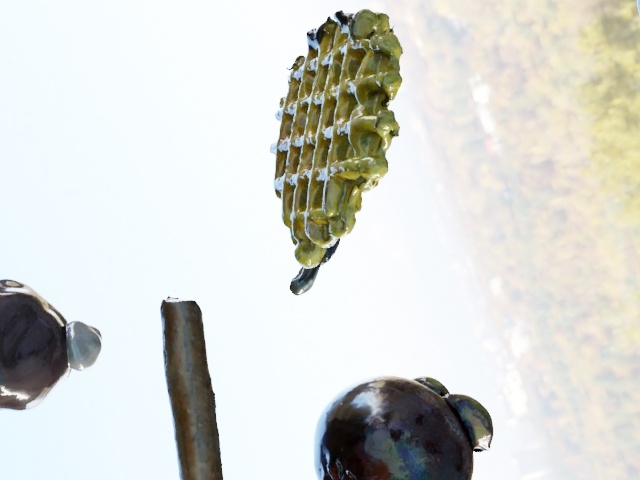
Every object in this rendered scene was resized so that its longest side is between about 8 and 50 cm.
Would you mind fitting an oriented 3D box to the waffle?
[{"bbox_3d":[0.014,-0.136,1.372,0.312,0.060,0.307,126,147,-46],"label":"waffle"}]

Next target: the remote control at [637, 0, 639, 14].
[{"bbox_3d":[0.576,-0.336,1.766,0.344,0.050,0.145,175,75,-80],"label":"remote control"}]

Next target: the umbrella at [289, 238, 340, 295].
[{"bbox_3d":[0.007,-0.001,1.837,0.248,0.070,0.071,-72,-32,-47],"label":"umbrella"}]

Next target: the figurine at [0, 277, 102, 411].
[{"bbox_3d":[-0.536,0.221,1.853,0.206,0.365,0.218,49,-157,8],"label":"figurine"}]

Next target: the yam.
[{"bbox_3d":[-0.131,0.175,1.250,0.057,0.056,0.241,-47,-51,-85],"label":"yam"}]

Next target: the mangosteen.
[{"bbox_3d":[0.153,0.377,2.189,0.307,0.347,0.307,25,129,36],"label":"mangosteen"}]
